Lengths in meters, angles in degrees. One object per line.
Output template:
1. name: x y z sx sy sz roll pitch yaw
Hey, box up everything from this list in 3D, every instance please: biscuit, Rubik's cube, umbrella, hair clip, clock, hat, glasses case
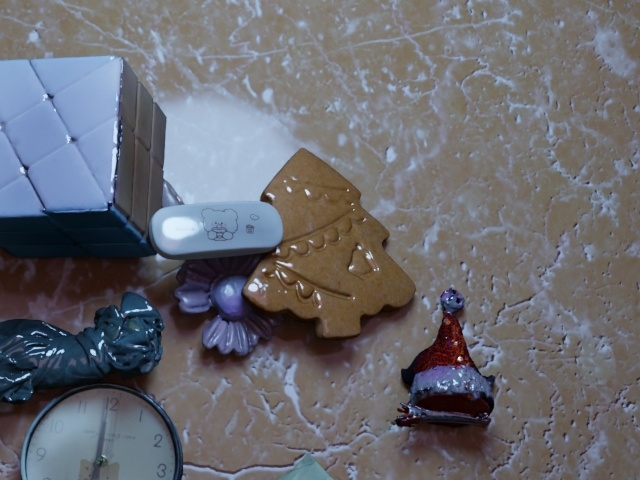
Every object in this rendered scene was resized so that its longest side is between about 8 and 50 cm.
1. biscuit: 0.000 0.000 1.731 0.284 0.043 0.306 -3 69 -27
2. Rubik's cube: -0.352 -0.108 1.604 0.231 0.224 0.221 -1 74 8
3. umbrella: -0.388 0.160 1.610 0.348 0.143 0.094 -9 116 -3
4. hair clip: -0.165 0.023 1.709 0.173 0.069 0.300 -34 82 -24
5. clock: -0.302 0.308 1.617 0.226 0.049 0.226 3 75 -10
6. hat: 0.184 0.173 1.728 0.140 0.129 0.227 -6 55 13
7. glasses case: -0.144 -0.015 1.627 0.193 0.049 0.074 -3 69 -27

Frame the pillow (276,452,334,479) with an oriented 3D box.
1. pillow: -0.059 0.428 1.510 0.281 0.274 0.076 -42 120 -8
